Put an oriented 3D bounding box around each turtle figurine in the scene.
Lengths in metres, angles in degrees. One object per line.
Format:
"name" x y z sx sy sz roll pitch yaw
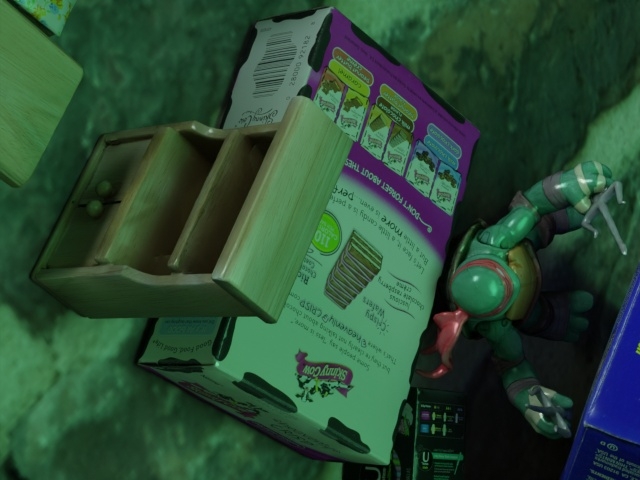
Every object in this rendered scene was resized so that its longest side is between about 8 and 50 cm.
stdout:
"turtle figurine" 0.136 0.026 1.016 0.234 0.118 0.175 -22 127 -74

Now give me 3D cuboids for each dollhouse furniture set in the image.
"dollhouse furniture set" -0.130 -0.066 0.751 0.242 0.161 0.212 41 60 -36

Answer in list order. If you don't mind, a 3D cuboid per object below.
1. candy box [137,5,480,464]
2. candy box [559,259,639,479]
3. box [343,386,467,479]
"candy box" 0.000 0.000 0.943 0.159 0.071 0.233 35 63 -39
"candy box" 0.246 0.102 1.041 0.317 0.122 0.268 92 22 -59
"box" 0.054 0.136 0.995 0.052 0.062 0.083 10 79 -44
